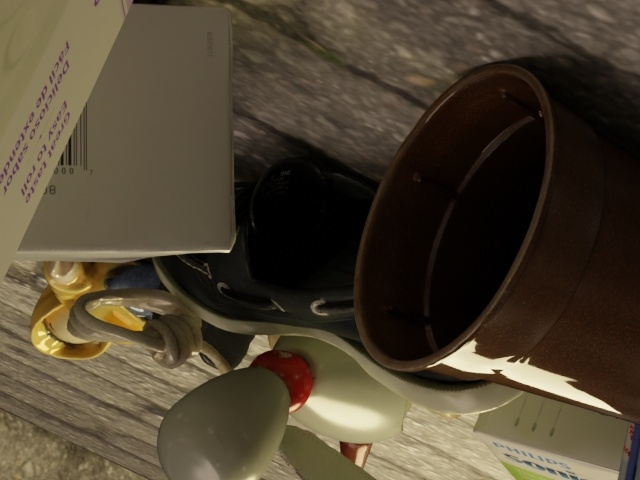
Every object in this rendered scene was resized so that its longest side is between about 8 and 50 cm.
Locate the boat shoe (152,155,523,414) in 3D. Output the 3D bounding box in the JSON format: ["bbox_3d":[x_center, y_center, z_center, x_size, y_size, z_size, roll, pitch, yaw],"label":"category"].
[{"bbox_3d":[-0.003,0.002,1.244,0.340,0.127,0.113,28,146,48],"label":"boat shoe"}]

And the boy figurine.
[{"bbox_3d":[-0.175,0.056,1.710,0.177,0.092,0.285,31,160,-32],"label":"boy figurine"}]

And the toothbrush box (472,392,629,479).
[{"bbox_3d":[0.255,0.153,1.336,0.206,0.122,0.283,14,162,30],"label":"toothbrush box"}]

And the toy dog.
[{"bbox_3d":[-0.015,0.129,1.367,0.334,0.161,0.220,-9,-151,-41],"label":"toy dog"}]

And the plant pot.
[{"bbox_3d":[0.131,0.016,1.023,0.165,0.167,0.167,24,166,-26],"label":"plant pot"}]

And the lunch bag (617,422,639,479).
[{"bbox_3d":[0.285,0.174,1.074,0.243,0.303,0.115,16,-167,32],"label":"lunch bag"}]

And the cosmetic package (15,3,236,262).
[{"bbox_3d":[-0.187,-0.056,1.095,0.224,0.138,0.225,0,177,-21],"label":"cosmetic package"}]

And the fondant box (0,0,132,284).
[{"bbox_3d":[-0.142,-0.138,0.746,0.096,0.238,0.330,21,164,5],"label":"fondant box"}]
